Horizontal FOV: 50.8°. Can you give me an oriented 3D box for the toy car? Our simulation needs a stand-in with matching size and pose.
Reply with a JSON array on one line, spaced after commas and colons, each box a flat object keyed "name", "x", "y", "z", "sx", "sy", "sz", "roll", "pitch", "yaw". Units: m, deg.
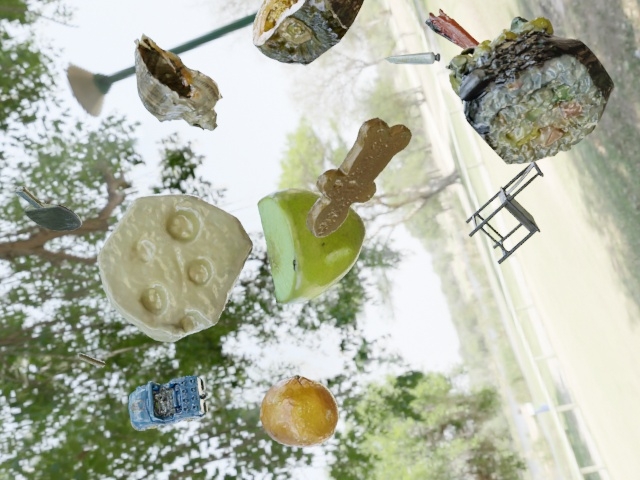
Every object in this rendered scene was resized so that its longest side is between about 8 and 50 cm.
[{"name": "toy car", "x": -0.356, "y": 0.371, "z": 1.555, "sx": 0.100, "sy": 0.191, "sz": 0.097, "roll": 73, "pitch": -176, "yaw": -65}]

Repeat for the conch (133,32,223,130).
[{"name": "conch", "x": -0.386, "y": -0.381, "z": 1.731, "sx": 0.291, "sy": 0.159, "sz": 0.210, "roll": 40, "pitch": -143, "yaw": -4}]

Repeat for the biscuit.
[{"name": "biscuit", "x": 0.065, "y": -0.134, "z": 1.446, "sx": 0.197, "sy": 0.301, "sz": 0.049, "roll": 8, "pitch": -149, "yaw": -52}]

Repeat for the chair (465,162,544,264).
[{"name": "chair", "x": 0.544, "y": -0.084, "z": 1.880, "sx": 0.141, "sy": 0.260, "sz": 0.154, "roll": 42, "pitch": -160, "yaw": -8}]

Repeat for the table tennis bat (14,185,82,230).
[{"name": "table tennis bat", "x": -0.852, "y": -0.093, "z": 2.088, "sx": 0.274, "sy": 0.154, "sz": 0.021, "roll": 63, "pitch": -157, "yaw": -62}]

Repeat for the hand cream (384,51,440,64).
[{"name": "hand cream", "x": 0.318, "y": -0.625, "z": 2.329, "sx": 0.067, "sy": 0.195, "sz": 0.042, "roll": -2, "pitch": -85, "yaw": -60}]

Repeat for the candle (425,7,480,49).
[{"name": "candle", "x": 0.458, "y": -0.670, "z": 2.231, "sx": 0.301, "sy": 0.059, "sz": 0.084, "roll": 49, "pitch": 163, "yaw": 26}]

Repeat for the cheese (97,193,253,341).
[{"name": "cheese", "x": -0.301, "y": 0.049, "z": 1.438, "sx": 0.115, "sy": 0.327, "sz": 0.317, "roll": 149, "pitch": 108, "yaw": -81}]

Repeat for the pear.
[{"name": "pear", "x": 0.000, "y": 0.000, "z": 2.016, "sx": 0.238, "sy": 0.318, "sz": 0.342, "roll": -23, "pitch": 78, "yaw": 58}]

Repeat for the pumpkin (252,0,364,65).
[{"name": "pumpkin", "x": -0.020, "y": -0.514, "z": 1.434, "sx": 0.317, "sy": 0.139, "sz": 0.221, "roll": -21, "pitch": 52, "yaw": 60}]

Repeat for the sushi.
[{"name": "sushi", "x": 0.493, "y": -0.383, "z": 1.632, "sx": 0.328, "sy": 0.329, "sz": 0.285, "roll": 31, "pitch": -144, "yaw": -40}]

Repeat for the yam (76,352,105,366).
[{"name": "yam", "x": -0.700, "y": 0.365, "z": 2.053, "sx": 0.116, "sy": 0.021, "sz": 0.021, "roll": 44, "pitch": -149, "yaw": -56}]

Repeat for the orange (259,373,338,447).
[{"name": "orange", "x": -0.047, "y": 0.383, "z": 1.509, "sx": 0.177, "sy": 0.178, "sz": 0.155, "roll": 40, "pitch": -110, "yaw": -73}]
